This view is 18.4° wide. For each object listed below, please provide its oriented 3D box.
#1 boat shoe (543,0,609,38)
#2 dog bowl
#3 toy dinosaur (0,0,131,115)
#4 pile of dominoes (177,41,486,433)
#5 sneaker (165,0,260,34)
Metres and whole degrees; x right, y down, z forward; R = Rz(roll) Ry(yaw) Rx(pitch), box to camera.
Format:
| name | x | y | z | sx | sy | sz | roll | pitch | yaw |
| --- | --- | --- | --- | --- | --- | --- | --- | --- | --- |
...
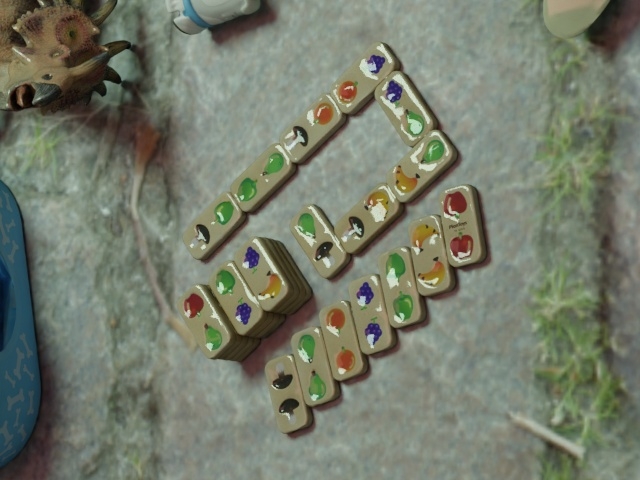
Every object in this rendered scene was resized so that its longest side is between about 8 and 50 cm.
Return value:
| name | x | y | z | sx | sy | sz | roll | pitch | yaw |
| --- | --- | --- | --- | --- | --- | --- | --- | --- | --- |
| boat shoe | 0.192 | -0.202 | 1.368 | 0.049 | 0.042 | 0.133 | 20 | 95 | 14 |
| dog bowl | -0.317 | 0.064 | 1.661 | 0.166 | 0.074 | 0.297 | -17 | 74 | 31 |
| toy dinosaur | -0.247 | -0.203 | 1.625 | 0.200 | 0.127 | 0.296 | -16 | 63 | 24 |
| pile of dominoes | 0.000 | 0.000 | 1.473 | 0.251 | 0.040 | 0.196 | -44 | 62 | 22 |
| sneaker | -0.077 | -0.261 | 1.550 | 0.083 | 0.071 | 0.191 | -6 | 89 | 27 |
